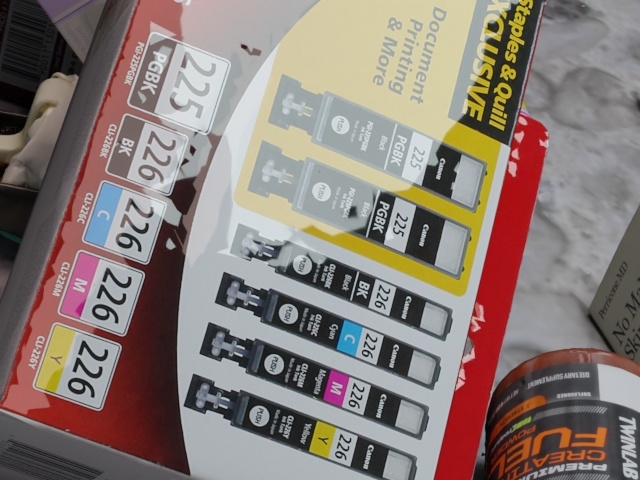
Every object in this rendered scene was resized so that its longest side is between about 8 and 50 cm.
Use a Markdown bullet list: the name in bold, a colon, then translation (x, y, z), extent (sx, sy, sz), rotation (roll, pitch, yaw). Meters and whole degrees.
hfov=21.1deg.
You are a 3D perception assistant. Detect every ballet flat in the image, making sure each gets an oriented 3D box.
- **ballet flat**: translation (-0.192, -0.052, 0.998), extent (0.281, 0.096, 0.095), rotation (11, 37, -13)

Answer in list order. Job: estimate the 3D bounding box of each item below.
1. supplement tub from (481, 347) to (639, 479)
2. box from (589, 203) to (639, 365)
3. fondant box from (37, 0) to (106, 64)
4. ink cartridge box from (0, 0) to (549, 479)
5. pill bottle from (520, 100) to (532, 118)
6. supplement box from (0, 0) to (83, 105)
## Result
- **supplement tub**: translation (0.136, 0.154, 0.885), extent (0.106, 0.106, 0.198), rotation (15, 37, -7)
- **box**: translation (0.273, 0.096, 1.015), extent (0.094, 0.113, 0.275), rotation (-3, 42, -26)
- **fondant box**: translation (-0.063, -0.196, 1.110), extent (0.238, 0.096, 0.330), rotation (54, 27, -17)
- **ink cartridge box**: translation (0.000, 0.000, 0.861), extent (0.272, 0.130, 0.309), rotation (21, 67, -15)
- **pill bottle**: translation (0.124, -0.096, 1.236), extent (0.043, 0.043, 0.083), rotation (5, 39, -19)
- **supplement box**: translation (-0.166, -0.180, 1.160), extent (0.081, 0.104, 0.188), rotation (18, 37, -3)
